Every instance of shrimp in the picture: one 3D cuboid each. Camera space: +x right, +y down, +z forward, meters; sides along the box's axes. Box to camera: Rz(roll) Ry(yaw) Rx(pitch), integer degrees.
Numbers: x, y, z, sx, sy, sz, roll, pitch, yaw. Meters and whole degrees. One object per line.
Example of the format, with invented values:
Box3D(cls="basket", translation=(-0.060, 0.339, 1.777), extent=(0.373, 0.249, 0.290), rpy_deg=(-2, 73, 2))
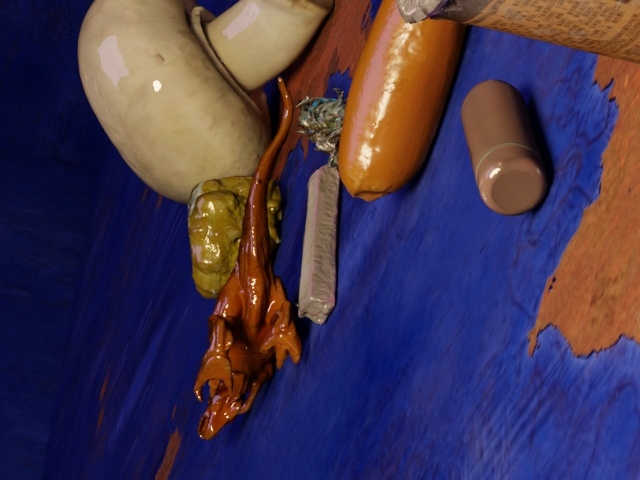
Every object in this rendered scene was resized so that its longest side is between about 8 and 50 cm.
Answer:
Box3D(cls="shrimp", translation=(0.020, -0.115, 2.068), extent=(0.174, 0.076, 0.082), rpy_deg=(-127, 14, -69))

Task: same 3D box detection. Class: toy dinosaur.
Box3D(cls="toy dinosaur", translation=(-0.067, 0.063, 2.081), extent=(0.208, 0.097, 0.432), rpy_deg=(-91, 17, -65))

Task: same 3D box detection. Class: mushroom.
Box3D(cls="mushroom", translation=(-0.171, -0.203, 2.437), extent=(0.356, 0.315, 0.315), rpy_deg=(123, 159, -60))

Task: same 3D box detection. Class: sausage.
Box3D(cls="sausage", translation=(0.075, -0.148, 1.765), extent=(0.098, 0.098, 0.238), rpy_deg=(-137, 66, -76))

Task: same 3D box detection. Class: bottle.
Box3D(cls="bottle", translation=(0.139, -0.072, 1.479), extent=(0.140, 0.053, 0.053), rpy_deg=(-96, 26, -59))

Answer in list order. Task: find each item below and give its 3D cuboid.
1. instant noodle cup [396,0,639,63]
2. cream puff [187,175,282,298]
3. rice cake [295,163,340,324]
Box3D(cls="instant noodle cup", translation=(0.174, -0.201, 1.137), extent=(0.217, 0.207, 0.217), rpy_deg=(-163, 90, -77))
Box3D(cls="cream puff", translation=(-0.100, -0.006, 2.322), extent=(0.146, 0.116, 0.146), rpy_deg=(173, 90, -89))
Box3D(cls="rice cake", translation=(0.000, 0.000, 2.030), extent=(0.047, 0.036, 0.207), rpy_deg=(-52, 24, 39))
